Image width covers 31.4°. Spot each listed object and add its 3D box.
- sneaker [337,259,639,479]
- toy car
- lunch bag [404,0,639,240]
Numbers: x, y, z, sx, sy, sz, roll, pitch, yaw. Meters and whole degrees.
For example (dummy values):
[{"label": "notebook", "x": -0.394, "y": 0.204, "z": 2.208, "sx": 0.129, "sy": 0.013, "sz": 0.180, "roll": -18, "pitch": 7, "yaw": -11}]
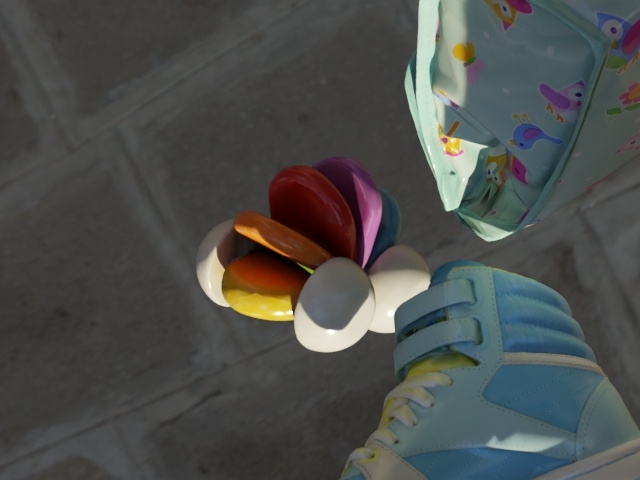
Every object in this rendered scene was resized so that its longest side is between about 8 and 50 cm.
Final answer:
[{"label": "sneaker", "x": 0.060, "y": 0.123, "z": 0.766, "sx": 0.208, "sy": 0.319, "sz": 0.127, "roll": 69, "pitch": 152, "yaw": 22}, {"label": "toy car", "x": 0.000, "y": 0.000, "z": 0.918, "sx": 0.159, "sy": 0.182, "sz": 0.136, "roll": 22, "pitch": 110, "yaw": 35}, {"label": "lunch bag", "x": 0.175, "y": -0.128, "z": 0.706, "sx": 0.223, "sy": 0.262, "sz": 0.160, "roll": -36, "pitch": 66, "yaw": -16}]
